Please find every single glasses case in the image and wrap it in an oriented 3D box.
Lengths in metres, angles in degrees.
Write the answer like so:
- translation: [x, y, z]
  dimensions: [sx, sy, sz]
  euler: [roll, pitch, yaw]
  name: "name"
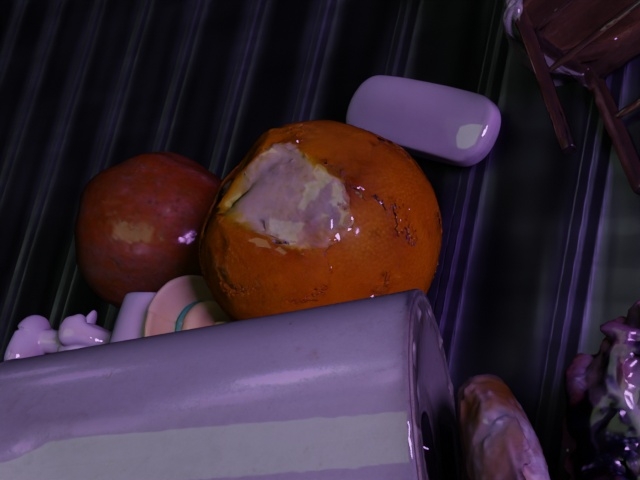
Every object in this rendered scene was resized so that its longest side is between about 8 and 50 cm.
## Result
- translation: [0.104, -0.128, 1.029]
  dimensions: [0.197, 0.049, 0.076]
  euler: [20, 86, 45]
  name: "glasses case"

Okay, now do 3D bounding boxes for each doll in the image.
- translation: [-0.210, 0.120, 1.038]
  dimensions: [0.271, 0.208, 0.144]
  euler: [9, 58, 5]
  name: "doll"

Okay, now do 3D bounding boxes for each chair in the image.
- translation: [0.249, -0.220, 0.869]
  dimensions: [0.186, 0.160, 0.319]
  euler: [-38, 51, 31]
  name: "chair"

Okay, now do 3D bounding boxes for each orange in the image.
- translation: [0.000, 0.000, 0.939]
  dimensions: [0.240, 0.240, 0.240]
  euler: [-18, 60, 36]
  name: "orange"

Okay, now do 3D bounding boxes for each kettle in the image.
- translation: [-0.072, 0.199, 0.840]
  dimensions: [0.376, 0.361, 0.250]
  euler: [-8, 75, 12]
  name: "kettle"

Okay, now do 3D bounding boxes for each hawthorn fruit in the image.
- translation: [-0.156, -0.002, 1.125]
  dimensions: [0.251, 0.199, 0.199]
  euler: [13, 81, 29]
  name: "hawthorn fruit"

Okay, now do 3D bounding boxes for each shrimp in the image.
- translation: [0.169, 0.308, 0.688]
  dimensions: [0.110, 0.221, 0.446]
  euler: [-13, 68, 3]
  name: "shrimp"

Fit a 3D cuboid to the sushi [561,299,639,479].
- translation: [0.283, 0.159, 0.658]
  dimensions: [0.236, 0.171, 0.270]
  euler: [-25, 52, 33]
  name: "sushi"
